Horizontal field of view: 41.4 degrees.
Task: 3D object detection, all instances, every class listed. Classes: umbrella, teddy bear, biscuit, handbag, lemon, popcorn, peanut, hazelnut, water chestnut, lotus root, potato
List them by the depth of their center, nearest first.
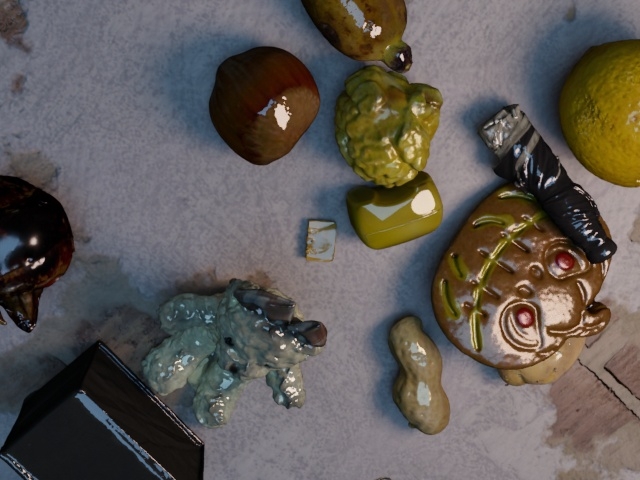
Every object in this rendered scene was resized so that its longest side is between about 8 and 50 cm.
[{"bbox_3d":[-0.576,0.016,1.519,0.289,0.289,0.244,20,106,-10],"label":"water chestnut"},{"bbox_3d":[0.061,-0.430,1.536,0.169,0.141,0.314,-34,93,-22],"label":"lotus root"},{"bbox_3d":[-0.110,-0.248,1.553,0.210,0.186,0.210,-2,121,-4],"label":"hazelnut"},{"bbox_3d":[-0.164,0.222,1.569,0.327,0.362,0.375,40,95,-13],"label":"teddy bear"},{"bbox_3d":[0.587,-0.238,1.584,0.293,0.293,0.293,-1,104,-6],"label":"lemon"},{"bbox_3d":[0.131,-0.216,1.602,0.226,0.203,0.200,48,127,26],"label":"popcorn"},{"bbox_3d":[0.438,-0.103,1.641,0.113,0.106,0.357,-35,82,-10],"label":"umbrella"},{"bbox_3d":[0.417,0.075,1.676,0.350,0.070,0.394,29,82,2],"label":"biscuit"},{"bbox_3d":[0.000,0.000,1.704,0.061,0.027,0.083,2,101,-6],"label":"handbag"},{"bbox_3d":[0.468,0.211,1.752,0.235,0.128,0.161,-32,110,-3],"label":"potato"},{"bbox_3d":[0.204,0.282,1.754,0.117,0.101,0.263,-15,105,-23],"label":"peanut"}]

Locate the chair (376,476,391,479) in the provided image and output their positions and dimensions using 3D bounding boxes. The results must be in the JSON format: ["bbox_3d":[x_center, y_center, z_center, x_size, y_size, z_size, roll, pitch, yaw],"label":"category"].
[{"bbox_3d":[0.154,0.701,1.837,0.160,0.170,0.325,-24,61,4],"label":"chair"}]

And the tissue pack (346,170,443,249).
[{"bbox_3d":[0.147,-0.054,1.656,0.178,0.123,0.127,-20,111,-2],"label":"tissue pack"}]

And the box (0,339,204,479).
[{"bbox_3d":[-0.405,0.412,1.643,0.204,0.251,0.345,-41,104,4],"label":"box"}]
